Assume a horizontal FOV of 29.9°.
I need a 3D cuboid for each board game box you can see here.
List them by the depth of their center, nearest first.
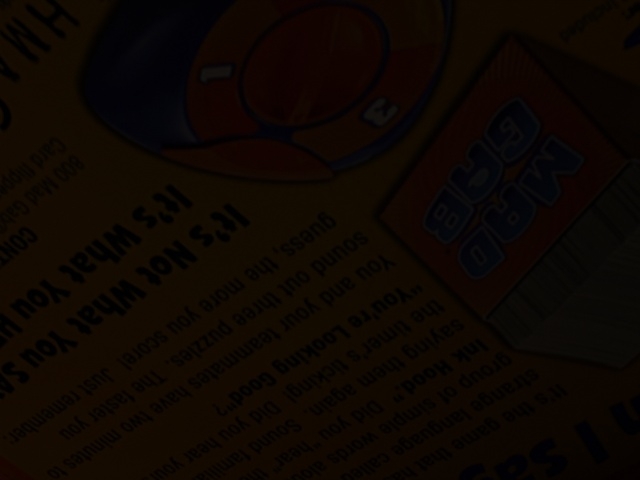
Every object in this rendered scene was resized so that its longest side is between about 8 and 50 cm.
[{"bbox_3d":[0.006,-0.130,0.470,0.356,0.356,0.356,-34,28,26],"label":"board game box"}]

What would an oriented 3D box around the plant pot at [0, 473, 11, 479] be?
[{"bbox_3d":[-0.235,0.139,0.991,0.265,0.272,0.272,-47,9,-25],"label":"plant pot"}]
